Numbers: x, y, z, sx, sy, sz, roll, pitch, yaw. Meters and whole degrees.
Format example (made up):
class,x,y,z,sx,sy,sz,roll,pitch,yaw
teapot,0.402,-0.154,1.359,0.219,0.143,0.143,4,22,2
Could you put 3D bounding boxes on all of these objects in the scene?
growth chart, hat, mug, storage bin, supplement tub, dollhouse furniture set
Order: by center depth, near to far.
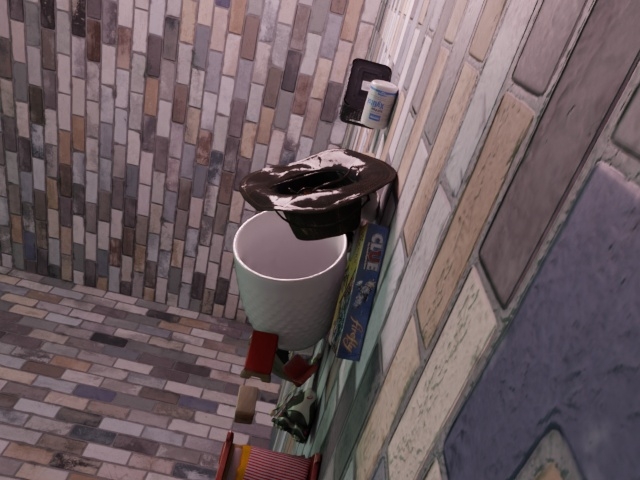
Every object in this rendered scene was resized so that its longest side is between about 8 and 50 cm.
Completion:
class,x,y,z,sx,sy,sz,roll,pitch,yaw
hat,0.002,-0.077,0.979,0.331,0.332,0.133,-82,-18,-62
dollhouse furniture set,-0.097,0.386,1.064,0.152,0.201,0.374,109,172,-56
supplement tub,0.148,-0.342,1.211,0.071,0.071,0.107,-81,5,-60
mug,-0.062,0.092,1.287,0.374,0.276,0.328,-70,-14,-48
growth chart,-0.073,0.425,1.413,0.237,0.021,0.172,-46,-9,-26
storage bin,0.133,-0.437,1.430,0.084,0.122,0.180,111,173,-67

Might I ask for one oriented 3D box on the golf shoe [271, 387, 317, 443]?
class,x,y,z,sx,sy,sz,roll,pitch,yaw
golf shoe,-0.057,0.468,1.284,0.120,0.105,0.273,-55,-4,-23

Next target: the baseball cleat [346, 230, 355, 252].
class,x,y,z,sx,sy,sz,roll,pitch,yaw
baseball cleat,0.058,-0.001,1.326,0.206,0.072,0.109,102,174,-62

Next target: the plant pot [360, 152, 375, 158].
class,x,y,z,sx,sy,sz,roll,pitch,yaw
plant pot,0.089,-0.182,1.328,0.109,0.096,0.109,-80,4,-54

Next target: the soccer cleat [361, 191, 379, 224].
class,x,y,z,sx,sy,sz,roll,pitch,yaw
soccer cleat,0.100,-0.098,1.095,0.196,0.068,0.076,-103,31,-68

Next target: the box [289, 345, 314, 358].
class,x,y,z,sx,sy,sz,roll,pitch,yaw
box,-0.072,0.420,1.853,0.324,0.063,0.067,113,170,-71

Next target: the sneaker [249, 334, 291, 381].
class,x,y,z,sx,sy,sz,roll,pitch,yaw
sneaker,-0.112,0.318,1.427,0.118,0.083,0.222,-53,-49,-35

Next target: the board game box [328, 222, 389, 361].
class,x,y,z,sx,sy,sz,roll,pitch,yaw
board game box,0.069,0.093,0.919,0.165,0.042,0.243,152,133,-86
